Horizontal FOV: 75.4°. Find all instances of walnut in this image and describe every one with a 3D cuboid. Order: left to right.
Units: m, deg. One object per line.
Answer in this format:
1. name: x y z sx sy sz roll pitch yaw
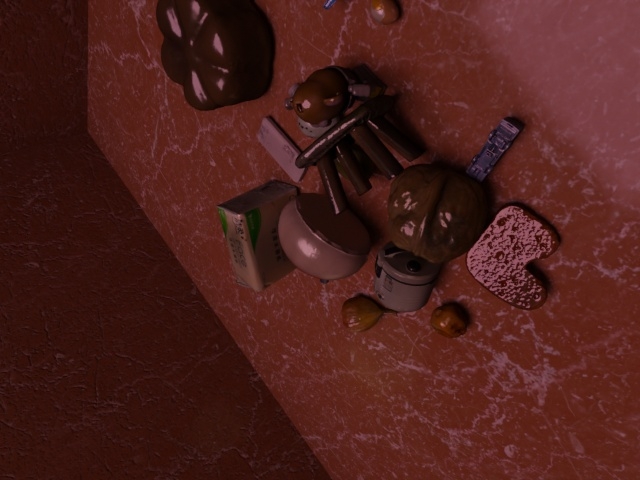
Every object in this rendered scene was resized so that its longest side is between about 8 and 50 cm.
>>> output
1. walnut: 0.341 -0.082 1.246 0.282 0.253 0.277 29 111 46

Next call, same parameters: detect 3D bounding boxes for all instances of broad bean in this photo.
1. broad bean: 0.111 -0.277 1.508 0.174 0.082 0.125 39 137 24

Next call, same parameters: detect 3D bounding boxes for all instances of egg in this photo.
1. egg: -0.005 -0.434 1.489 0.164 0.131 0.131 6 121 30
2. egg: 0.183 -0.649 1.170 0.083 0.071 0.071 45 141 9

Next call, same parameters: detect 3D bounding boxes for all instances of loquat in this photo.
1. loquat: 0.469 0.296 1.504 0.137 0.113 0.137 15 136 15

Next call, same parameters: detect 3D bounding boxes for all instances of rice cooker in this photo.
1. rice cooker: 0.302 0.114 1.473 0.226 0.226 0.244 34 140 27

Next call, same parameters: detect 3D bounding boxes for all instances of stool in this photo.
1. stool: 0.126 -0.267 1.286 0.310 0.310 0.226 -31 97 36

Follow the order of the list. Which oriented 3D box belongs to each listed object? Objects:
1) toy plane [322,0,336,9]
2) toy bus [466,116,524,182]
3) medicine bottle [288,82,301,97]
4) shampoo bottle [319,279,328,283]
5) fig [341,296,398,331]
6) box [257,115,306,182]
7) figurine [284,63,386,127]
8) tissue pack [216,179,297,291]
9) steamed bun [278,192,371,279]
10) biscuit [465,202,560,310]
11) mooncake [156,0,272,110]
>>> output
1. toy plane: 0.075 -0.790 1.170 0.271 0.105 0.254 32 122 34
2. toy bus: 0.476 -0.246 1.132 0.064 0.075 0.191 44 142 18
3. medicine bottle: -0.070 -0.534 1.542 0.091 0.058 0.058 50 142 8
4. shampoo bottle: 0.026 0.110 1.892 0.072 0.072 0.214 33 136 28
5. fig: 0.215 0.323 1.801 0.256 0.159 0.159 -7 112 31
6. box: -0.165 -0.386 1.767 0.285 0.044 0.142 49 144 9
7. figurine: 0.033 -0.456 1.300 0.342 0.284 0.167 -21 98 50
8. tissue pack: -0.250 -0.023 1.883 0.205 0.331 0.405 22 131 39
9. steamed bun: 0.000 0.000 1.586 0.374 0.374 0.241 46 121 14
10. biscuit: 0.584 0.051 1.221 0.262 0.052 0.277 34 122 16
11. mooncake: -0.415 -0.744 1.610 0.466 0.262 0.467 25 132 32
